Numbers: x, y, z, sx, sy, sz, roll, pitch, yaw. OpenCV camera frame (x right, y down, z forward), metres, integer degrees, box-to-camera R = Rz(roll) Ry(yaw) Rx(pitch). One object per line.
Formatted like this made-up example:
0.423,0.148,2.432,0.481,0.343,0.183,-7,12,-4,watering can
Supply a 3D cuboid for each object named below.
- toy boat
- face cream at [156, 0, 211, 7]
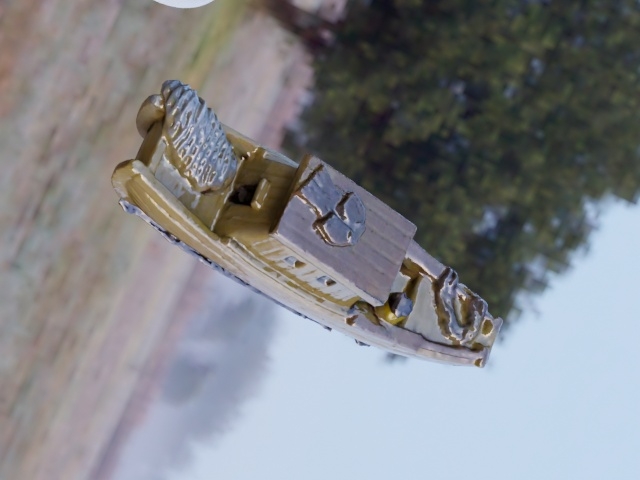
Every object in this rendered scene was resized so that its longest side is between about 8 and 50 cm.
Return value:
0.000,0.000,1.313,0.121,0.321,0.089,-15,-133,58,toy boat
-0.110,-0.365,1.917,0.187,0.201,0.201,-24,-144,44,face cream
